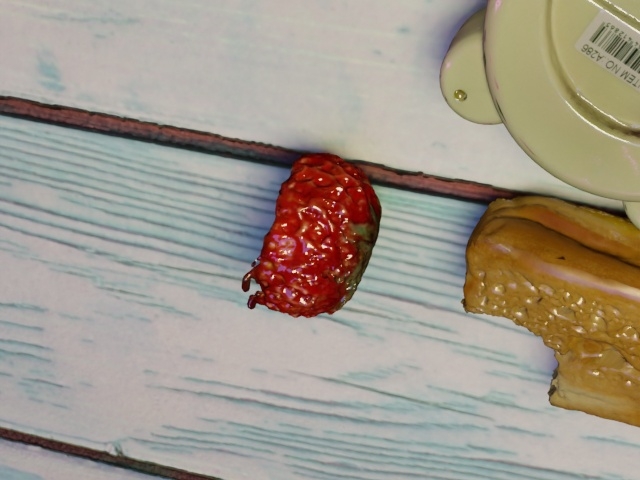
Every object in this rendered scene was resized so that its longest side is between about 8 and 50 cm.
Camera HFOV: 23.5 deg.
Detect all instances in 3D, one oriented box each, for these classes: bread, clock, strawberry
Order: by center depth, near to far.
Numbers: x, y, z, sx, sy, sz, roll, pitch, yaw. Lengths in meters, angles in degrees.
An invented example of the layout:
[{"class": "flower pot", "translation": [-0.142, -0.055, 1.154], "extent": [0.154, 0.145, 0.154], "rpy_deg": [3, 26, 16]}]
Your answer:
[{"class": "clock", "translation": [0.246, -0.164, 1.072], "extent": [0.284, 0.114, 0.309], "rpy_deg": [31, 130, -3]}, {"class": "bread", "translation": [0.294, 0.079, 1.216], "extent": [0.380, 0.109, 0.185], "rpy_deg": [14, 134, 14]}, {"class": "strawberry", "translation": [0.000, 0.000, 1.255], "extent": [0.086, 0.145, 0.145], "rpy_deg": [21, 127, 5]}]
